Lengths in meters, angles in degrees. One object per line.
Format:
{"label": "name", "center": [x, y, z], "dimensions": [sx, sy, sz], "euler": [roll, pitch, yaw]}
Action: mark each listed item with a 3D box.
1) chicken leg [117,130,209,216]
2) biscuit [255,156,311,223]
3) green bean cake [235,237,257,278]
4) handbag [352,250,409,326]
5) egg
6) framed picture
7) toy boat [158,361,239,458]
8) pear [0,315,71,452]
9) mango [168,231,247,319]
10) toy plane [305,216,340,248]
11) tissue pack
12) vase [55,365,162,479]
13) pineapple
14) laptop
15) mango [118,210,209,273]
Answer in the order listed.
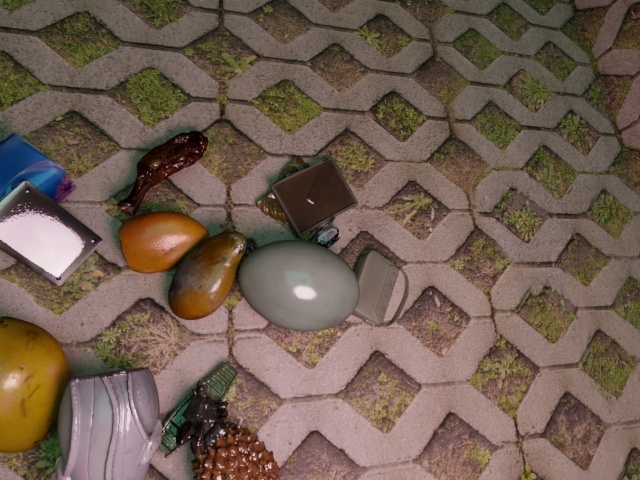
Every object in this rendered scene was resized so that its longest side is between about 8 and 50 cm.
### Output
{"label": "chicken leg", "center": [-0.527, -0.231, 1.344], "dimensions": [0.157, 0.096, 0.407], "euler": [19, 55, 25]}
{"label": "biscuit", "center": [-0.092, -0.175, 1.490], "dimensions": [0.187, 0.036, 0.274], "euler": [35, 65, -7]}
{"label": "green bean cake", "center": [-0.274, 0.058, 1.348], "dimensions": [0.135, 0.056, 0.136], "euler": [-6, 73, -16]}
{"label": "handbag", "center": [0.209, 0.181, 1.435], "dimensions": [0.219, 0.079, 0.256], "euler": [31, 66, -15]}
{"label": "egg", "center": [-0.063, 0.139, 1.258], "dimensions": [0.388, 0.276, 0.277], "euler": [18, 68, -14]}
{"label": "framed picture", "center": [-0.017, -0.167, 1.483], "dimensions": [0.289, 0.020, 0.211], "euler": [-31, 92, -27]}
{"label": "toy boat", "center": [-0.354, 0.485, 1.178], "dimensions": [0.093, 0.055, 0.293], "euler": [42, 67, 2]}
{"label": "pear", "center": [-0.790, 0.359, 1.008], "dimensions": [0.284, 0.285, 0.337], "euler": [-3, 112, -16]}
{"label": "mango", "center": [-0.341, 0.099, 1.229], "dimensions": [0.192, 0.146, 0.316], "euler": [38, 94, 34]}
{"label": "toy plane", "center": [0.000, 0.001, 1.442], "dimensions": [0.197, 0.053, 0.078], "euler": [-39, 91, -17]}
{"label": "tissue pack", "center": [-0.913, -0.152, 1.194], "dimensions": [0.198, 0.146, 0.264], "euler": [36, 66, 0]}
{"label": "vase", "center": [-0.521, 0.553, 1.009], "dimensions": [0.249, 0.250, 0.447], "euler": [-3, 80, -16]}
{"label": "pineapple", "center": [-0.272, 0.556, 1.080], "dimensions": [0.222, 0.223, 0.358], "euler": [-34, 87, -23]}
{"label": "laptop", "center": [-0.801, -0.016, 1.168], "dimensions": [0.269, 0.015, 0.188], "euler": [51, 62, -34]}
{"label": "mango", "center": [-0.484, -0.007, 1.269], "dimensions": [0.256, 0.138, 0.188], "euler": [-21, 90, -15]}
